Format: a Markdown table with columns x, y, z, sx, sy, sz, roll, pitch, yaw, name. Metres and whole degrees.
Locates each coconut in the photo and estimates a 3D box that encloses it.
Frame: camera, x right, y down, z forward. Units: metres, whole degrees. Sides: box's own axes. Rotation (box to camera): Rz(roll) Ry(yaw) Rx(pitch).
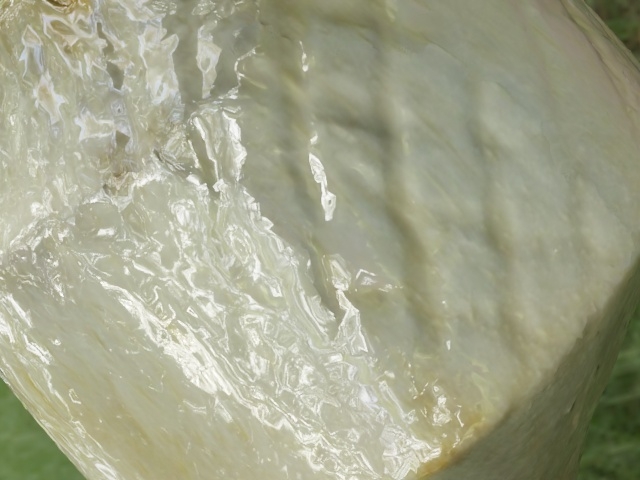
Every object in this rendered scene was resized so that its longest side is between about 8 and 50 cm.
| x | y | z | sx | sy | sz | roll | pitch | yaw | name |
| --- | --- | --- | --- | --- | --- | --- | --- | --- | --- |
| 0.000 | 0.000 | 0.761 | 0.329 | 0.329 | 0.329 | 168 | 90 | -73 | coconut |
